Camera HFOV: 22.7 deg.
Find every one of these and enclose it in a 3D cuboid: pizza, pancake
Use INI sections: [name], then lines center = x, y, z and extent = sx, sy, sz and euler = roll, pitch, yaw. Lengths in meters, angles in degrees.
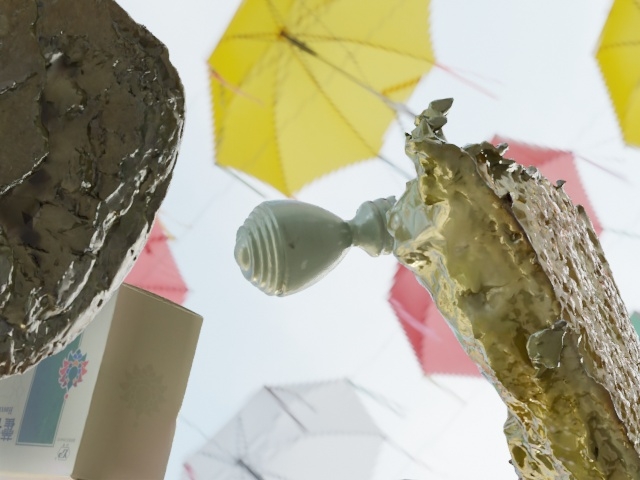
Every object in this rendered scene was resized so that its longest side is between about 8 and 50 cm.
[pizza]
center = 0.095, 0.029, 0.769
extent = 0.075, 0.280, 0.287
euler = -25, -47, 15
[pancake]
center = -0.107, -0.021, 0.572
extent = 0.158, 0.028, 0.158
euler = -33, -45, -42

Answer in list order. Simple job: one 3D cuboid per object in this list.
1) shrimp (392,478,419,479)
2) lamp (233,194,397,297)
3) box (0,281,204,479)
[shrimp]
center = 0.064, 0.268, 0.736
extent = 0.077, 0.168, 0.317
euler = 4, -108, -67
[lamp]
center = 0.000, 0.000, 1.709
extent = 0.193, 0.106, 0.106
euler = -10, -63, -16
[box]
center = -0.213, 0.130, 1.345
extent = 0.095, 0.212, 0.168
euler = 24, -110, -39
